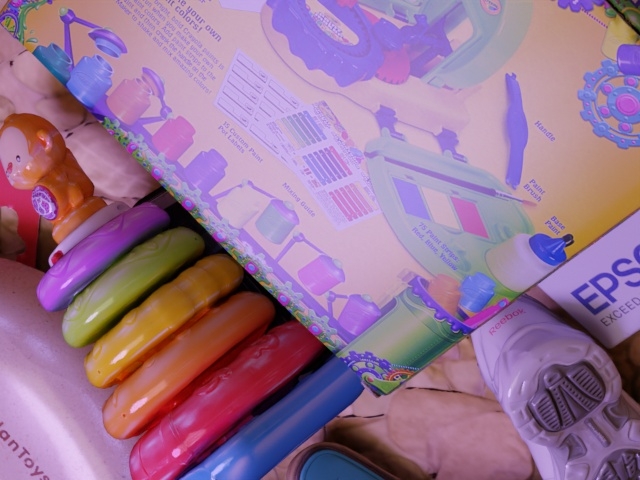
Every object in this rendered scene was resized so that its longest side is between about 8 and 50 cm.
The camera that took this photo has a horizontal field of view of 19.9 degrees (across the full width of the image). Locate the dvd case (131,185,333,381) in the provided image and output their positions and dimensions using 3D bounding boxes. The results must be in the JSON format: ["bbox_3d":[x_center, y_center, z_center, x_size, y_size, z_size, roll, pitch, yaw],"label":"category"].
[{"bbox_3d":[0.000,0.000,1.239,0.238,0.029,0.179,-28,109,42],"label":"dvd case"}]

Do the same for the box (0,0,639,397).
[{"bbox_3d":[0.043,-0.124,0.924,0.290,0.177,0.279,45,134,-4],"label":"box"}]

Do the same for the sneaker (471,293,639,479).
[{"bbox_3d":[0.162,0.104,1.206,0.090,0.115,0.232,-31,135,-2],"label":"sneaker"}]

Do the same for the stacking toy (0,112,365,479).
[{"bbox_3d":[-0.123,0.035,1.235,0.302,0.165,0.175,52,145,3],"label":"stacking toy"}]

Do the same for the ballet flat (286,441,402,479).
[{"bbox_3d":[0.077,0.226,1.365,0.232,0.080,0.073,35,163,3],"label":"ballet flat"}]

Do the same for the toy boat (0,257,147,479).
[{"bbox_3d":[-0.250,0.148,1.425,0.318,0.148,0.267,-33,96,31],"label":"toy boat"}]

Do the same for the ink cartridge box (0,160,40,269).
[{"bbox_3d":[-0.326,-0.019,1.393,0.224,0.056,0.181,24,135,12],"label":"ink cartridge box"}]

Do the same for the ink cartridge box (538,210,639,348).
[{"bbox_3d":[0.156,-0.129,1.021,0.330,0.071,0.324,40,135,-7],"label":"ink cartridge box"}]
